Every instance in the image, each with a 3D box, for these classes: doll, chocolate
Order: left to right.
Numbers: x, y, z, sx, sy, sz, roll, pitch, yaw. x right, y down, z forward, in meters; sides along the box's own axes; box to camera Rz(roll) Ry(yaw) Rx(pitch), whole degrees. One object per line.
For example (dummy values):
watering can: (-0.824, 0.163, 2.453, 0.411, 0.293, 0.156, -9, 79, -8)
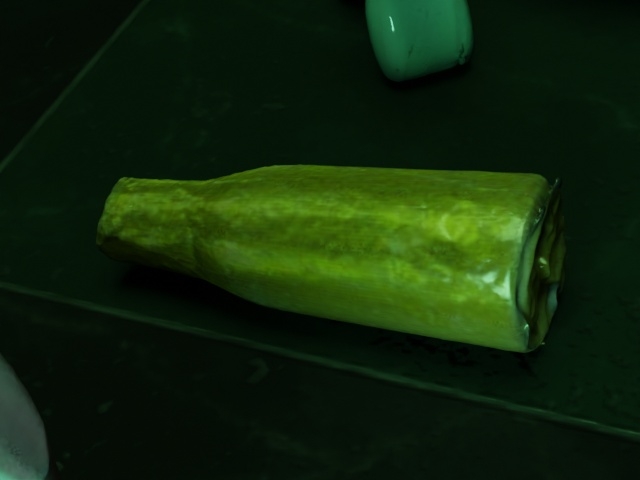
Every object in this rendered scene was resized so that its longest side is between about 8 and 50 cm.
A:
chocolate: (0.000, 0.000, 0.898, 0.219, 0.086, 0.086, 6, 43, 20)
doll: (0.038, -0.167, 1.024, 0.059, 0.158, 0.159, -15, 34, -6)

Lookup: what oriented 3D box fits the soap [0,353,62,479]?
soap: (-0.182, 0.077, 0.651, 0.193, 0.324, 0.109, 19, 50, 30)
